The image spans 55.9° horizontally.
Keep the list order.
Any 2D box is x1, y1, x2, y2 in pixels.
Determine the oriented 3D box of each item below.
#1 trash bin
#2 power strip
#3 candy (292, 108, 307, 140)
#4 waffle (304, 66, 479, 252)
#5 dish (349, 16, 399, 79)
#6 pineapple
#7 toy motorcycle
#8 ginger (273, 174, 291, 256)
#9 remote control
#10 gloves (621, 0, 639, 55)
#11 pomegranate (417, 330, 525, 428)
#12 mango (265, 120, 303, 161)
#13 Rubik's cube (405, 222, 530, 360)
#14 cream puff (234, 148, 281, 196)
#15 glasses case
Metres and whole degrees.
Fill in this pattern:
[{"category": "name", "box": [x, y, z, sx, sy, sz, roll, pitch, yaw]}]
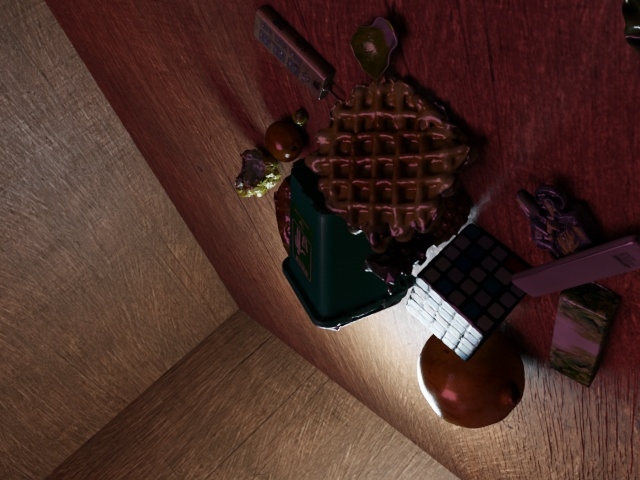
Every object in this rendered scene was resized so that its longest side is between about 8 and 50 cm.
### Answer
[{"category": "trash bin", "box": [0.071, -0.007, 1.415, 0.381, 0.295, 0.259, 87, 156, -45]}, {"category": "power strip", "box": [-0.048, -0.395, 1.306, 0.268, 0.034, 0.092, 46, 160, 7]}, {"category": "candy", "box": [-0.046, -0.285, 1.518, 0.035, 0.035, 0.123, 46, 168, 24]}, {"category": "waffle", "box": [0.121, -0.150, 1.135, 0.317, 0.297, 0.073, 52, -156, 23]}, {"category": "dish", "box": [0.107, -0.350, 1.063, 0.091, 0.039, 0.137, 56, 157, -1]}, {"category": "pineapple", "box": [0.189, -0.010, 1.207, 0.128, 0.248, 0.128, 38, 159, 18]}, {"category": "toy motorcycle", "box": [0.404, -0.018, 1.021, 0.193, 0.061, 0.124, 45, 155, -13]}, {"category": "ginger", "box": [0.000, 0.000, 1.721, 0.176, 0.254, 0.418, -17, 102, 25]}, {"category": "remote control", "box": [0.433, 0.044, 1.005, 0.067, 0.029, 0.261, 33, 151, -15]}, {"category": "gloves", "box": [0.387, -0.221, 0.626, 0.135, 0.107, 0.268, -17, 96, 60]}, {"category": "pomegranate", "box": [0.369, 0.332, 1.461, 0.264, 0.264, 0.264, 41, 159, 20]}, {"category": "mango", "box": [-0.099, -0.258, 1.593, 0.111, 0.090, 0.163, 61, 170, 0]}, {"category": "Rubik's cube", "box": [0.312, 0.109, 1.267, 0.187, 0.184, 0.182, 43, 160, 19]}, {"category": "cream puff", "box": [-0.190, -0.196, 1.832, 0.156, 0.156, 0.121, 41, 173, 21]}, {"category": "glasses case", "box": [0.508, 0.182, 1.173, 0.095, 0.062, 0.272, 28, 153, 32]}]
